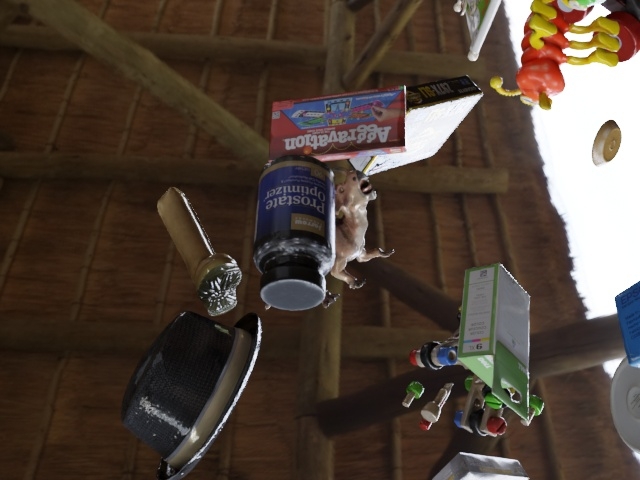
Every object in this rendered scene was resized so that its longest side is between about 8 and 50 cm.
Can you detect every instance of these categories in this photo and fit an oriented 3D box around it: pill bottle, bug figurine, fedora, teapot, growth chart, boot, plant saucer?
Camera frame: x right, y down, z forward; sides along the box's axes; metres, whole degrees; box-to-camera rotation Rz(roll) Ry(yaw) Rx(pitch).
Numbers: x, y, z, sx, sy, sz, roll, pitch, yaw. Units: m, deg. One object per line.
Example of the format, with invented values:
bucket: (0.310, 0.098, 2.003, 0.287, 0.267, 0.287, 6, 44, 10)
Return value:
pill bottle: (-0.038, -0.012, 0.959, 0.123, 0.123, 0.219, 33, -136, -39)
bug figurine: (0.281, -0.173, 0.567, 0.279, 0.072, 0.216, 20, -106, -19)
fedora: (-0.245, 0.248, 1.129, 0.153, 0.334, 0.334, 33, -139, -15)
teapot: (0.775, 0.353, 1.379, 0.187, 0.256, 0.252, 4, -98, -6)
growth chart: (0.257, -0.402, 1.014, 0.021, 0.171, 0.237, 8, -137, -4)
boot: (-0.261, 0.002, 1.298, 0.089, 0.236, 0.269, -21, -113, -22)
plant saucer: (0.491, -0.164, 1.079, 0.084, 0.015, 0.083, -17, -62, -35)

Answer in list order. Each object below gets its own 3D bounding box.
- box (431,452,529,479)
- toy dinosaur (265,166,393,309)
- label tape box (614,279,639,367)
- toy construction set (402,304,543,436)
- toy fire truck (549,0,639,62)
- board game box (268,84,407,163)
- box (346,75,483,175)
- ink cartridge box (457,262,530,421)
box: (0.369, 0.603, 1.544, 0.231, 0.183, 0.056, 20, -153, -35)
toy dinosaur: (0.000, 0.000, 1.163, 0.200, 0.296, 0.127, 56, -164, -8)
label tape box: (0.573, 0.095, 0.754, 0.334, 0.240, 0.105, 17, -129, -16)
toy construction set: (0.331, 0.280, 1.411, 0.257, 0.308, 0.237, 39, -125, 5)
toy fire truck: (0.598, -0.509, 1.211, 0.169, 0.254, 0.302, -43, -102, -14)
board game box: (0.034, -0.232, 1.290, 0.027, 0.282, 0.144, 52, -144, -64)
box: (0.252, -0.305, 1.689, 0.322, 0.257, 0.079, -21, -114, -40)
ink cartridge box: (0.257, 0.150, 0.935, 0.109, 0.062, 0.209, 41, -133, -35)
